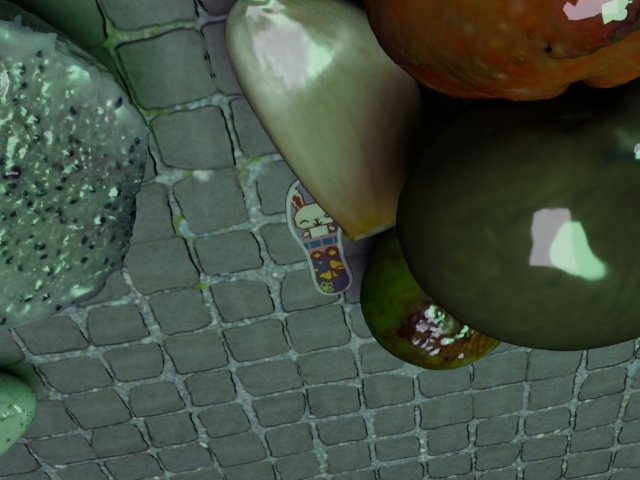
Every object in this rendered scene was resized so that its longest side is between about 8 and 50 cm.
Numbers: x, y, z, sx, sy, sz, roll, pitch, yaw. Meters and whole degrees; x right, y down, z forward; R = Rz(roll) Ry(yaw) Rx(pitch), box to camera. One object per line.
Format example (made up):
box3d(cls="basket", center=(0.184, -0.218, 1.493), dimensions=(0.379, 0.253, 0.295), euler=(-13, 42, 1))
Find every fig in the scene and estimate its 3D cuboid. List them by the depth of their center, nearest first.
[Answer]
box3d(cls="fig", center=(0.133, 0.061, 0.850), dimensions=(0.181, 0.181, 0.191), euler=(25, 148, -28))

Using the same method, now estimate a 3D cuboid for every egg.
box3d(cls="egg", center=(-0.445, 0.225, 0.933), dimensions=(0.164, 0.131, 0.131), euler=(-26, 132, -3))

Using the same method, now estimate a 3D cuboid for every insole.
box3d(cls="insole", center=(0.000, 0.000, 0.878), dimensions=(0.065, 0.004, 0.197), euler=(-12, 132, 2))

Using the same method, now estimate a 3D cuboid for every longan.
box3d(cls="longan", center=(0.215, -0.028, 0.637), dimensions=(0.300, 0.243, 0.300), euler=(-23, 162, -8))

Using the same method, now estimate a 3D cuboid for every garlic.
box3d(cls="garlic", center=(0.019, -0.121, 0.699), dimensions=(0.143, 0.112, 0.318), euler=(-37, 129, -5))

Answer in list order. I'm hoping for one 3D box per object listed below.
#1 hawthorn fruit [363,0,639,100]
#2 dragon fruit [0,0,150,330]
box3d(cls="hawthorn fruit", center=(0.163, -0.255, 0.517), dimensions=(0.276, 0.276, 0.307), euler=(-5, 105, -4))
box3d(cls="dragon fruit", center=(-0.297, -0.072, 0.649), dimensions=(0.221, 0.204, 0.282), euler=(2, 113, -46))
